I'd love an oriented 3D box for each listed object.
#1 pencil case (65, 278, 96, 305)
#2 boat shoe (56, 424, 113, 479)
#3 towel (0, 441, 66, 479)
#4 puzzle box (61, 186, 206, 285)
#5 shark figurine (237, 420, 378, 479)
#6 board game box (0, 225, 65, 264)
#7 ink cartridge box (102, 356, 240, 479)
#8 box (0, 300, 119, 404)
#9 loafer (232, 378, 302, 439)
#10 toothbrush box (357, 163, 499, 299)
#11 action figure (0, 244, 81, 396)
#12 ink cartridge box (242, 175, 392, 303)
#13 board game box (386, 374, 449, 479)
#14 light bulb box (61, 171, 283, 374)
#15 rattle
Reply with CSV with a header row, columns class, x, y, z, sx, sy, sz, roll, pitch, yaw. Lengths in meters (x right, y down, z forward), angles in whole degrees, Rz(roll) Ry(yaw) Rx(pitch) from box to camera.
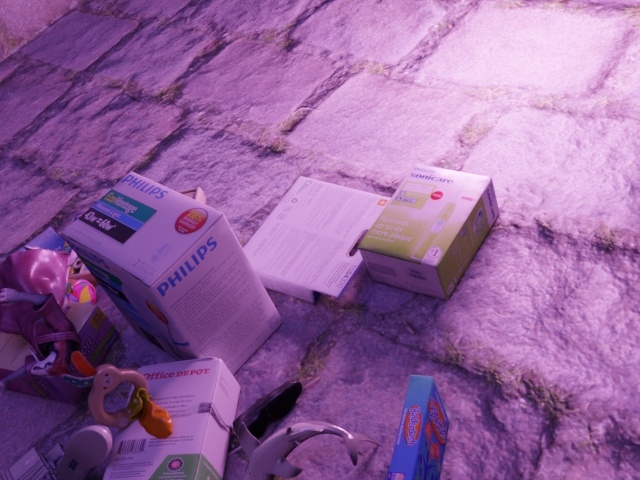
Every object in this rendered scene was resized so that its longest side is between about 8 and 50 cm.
class,x,y,z,sx,sy,sz,roll,pitch,yaw
pencil case,-0.709,0.148,2.094,0.236,0.104,0.104,0,48,27
boat shoe,-0.466,0.420,1.605,0.227,0.079,0.081,-48,-1,40
towel,-0.618,0.599,1.631,0.324,0.056,0.312,-38,44,-15
puzzle box,-0.527,-0.006,2.197,0.408,0.052,0.272,-11,43,15
shark figurine,-0.044,0.397,1.542,0.278,0.116,0.166,-28,75,8
board game box,-0.860,0.080,2.283,0.281,0.027,0.145,-40,43,-17
ink cartridge box,-0.299,0.400,1.631,0.211,0.122,0.289,-9,45,18
box,-0.661,0.264,1.941,0.242,0.117,0.214,3,49,29
loafer,-0.114,0.344,1.650,0.170,0.062,0.061,-38,39,-16
toothbrush box,0.250,-0.026,1.805,0.206,0.122,0.283,15,54,35
action figure,-0.636,0.198,1.822,0.275,0.248,0.370,-4,38,-45
ink cartridge box,0.000,0.000,1.935,0.330,0.071,0.324,17,56,33
board game box,0.178,0.372,1.411,0.047,0.160,0.210,-1,48,23
light bulb box,-0.328,0.084,1.785,0.357,0.361,0.225,23,60,40
rattle,-0.395,0.306,1.529,0.130,0.200,0.143,-32,42,-6
